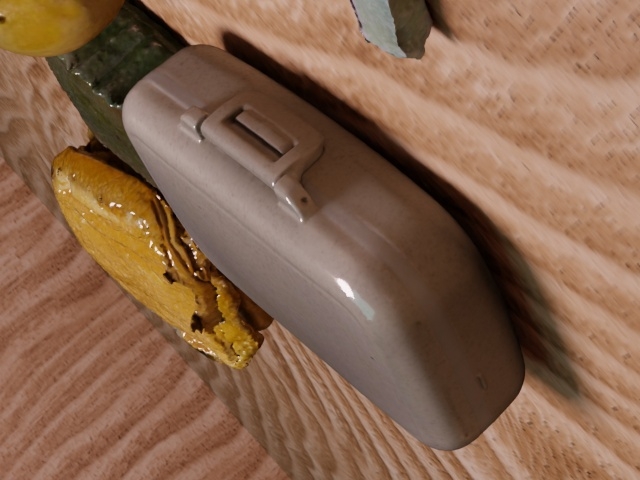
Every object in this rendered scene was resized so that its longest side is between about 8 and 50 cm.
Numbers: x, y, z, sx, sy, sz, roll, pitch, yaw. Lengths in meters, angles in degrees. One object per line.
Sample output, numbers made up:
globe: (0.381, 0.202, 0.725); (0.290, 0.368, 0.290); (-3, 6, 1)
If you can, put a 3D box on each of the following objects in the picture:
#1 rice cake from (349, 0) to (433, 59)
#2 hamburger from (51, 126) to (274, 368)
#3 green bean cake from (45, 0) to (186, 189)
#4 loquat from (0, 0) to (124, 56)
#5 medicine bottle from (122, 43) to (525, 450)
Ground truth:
rice cake: (0.027, -0.173, 0.937); (0.043, 0.034, 0.211); (32, 161, 27)
hamburger: (-0.148, -0.005, 1.791); (0.318, 0.158, 0.318); (46, 167, 14)
green bean cake: (-0.169, -0.138, 1.599); (0.181, 0.094, 0.173); (41, 166, 30)
loquat: (-0.237, -0.236, 1.408); (0.204, 0.149, 0.172); (15, 142, 50)
medicine bottle: (0.000, 0.000, 1.364); (0.375, 0.123, 0.282); (39, 166, 40)
